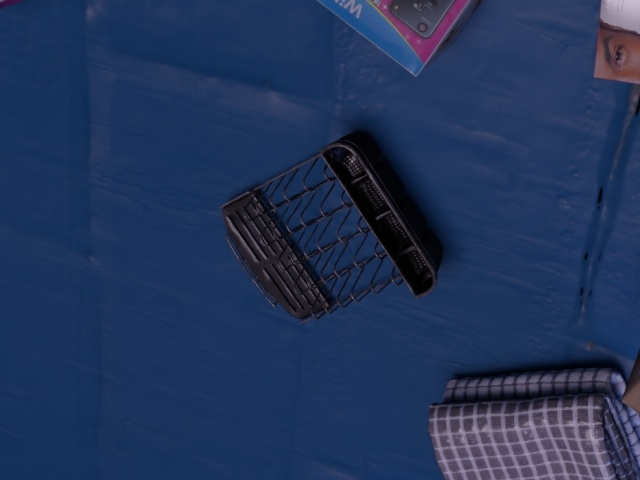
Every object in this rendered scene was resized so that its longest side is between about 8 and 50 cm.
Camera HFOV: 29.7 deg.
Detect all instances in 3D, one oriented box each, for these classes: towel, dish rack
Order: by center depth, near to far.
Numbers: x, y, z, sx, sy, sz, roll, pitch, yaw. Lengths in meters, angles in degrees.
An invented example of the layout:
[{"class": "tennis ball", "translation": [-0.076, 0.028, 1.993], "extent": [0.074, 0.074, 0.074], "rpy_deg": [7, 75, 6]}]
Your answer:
[{"class": "towel", "translation": [0.281, 0.296, 1.455], "extent": [0.235, 0.121, 0.284], "rpy_deg": [-11, 113, 33]}, {"class": "dish rack", "translation": [0.000, 0.000, 1.455], "extent": [0.271, 0.074, 0.208], "rpy_deg": [-25, 104, 36]}]

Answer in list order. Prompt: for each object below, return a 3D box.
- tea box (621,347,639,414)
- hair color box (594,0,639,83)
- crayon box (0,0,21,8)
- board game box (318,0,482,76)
[{"class": "tea box", "translation": [0.524, 0.089, 1.139], "extent": [0.323, 0.220, 0.329], "rpy_deg": [36, 128, 3]}, {"class": "hair color box", "translation": [0.355, -0.195, 1.163], "extent": [0.167, 0.053, 0.093], "rpy_deg": [12, 124, 23]}, {"class": "crayon box", "translation": [-0.320, -0.443, 1.336], "extent": [0.363, 0.106, 0.313], "rpy_deg": [-10, 112, 32]}, {"class": "board game box", "translation": [0.100, -0.349, 1.178], "extent": [0.224, 0.097, 0.303], "rpy_deg": [38, 129, 4]}]
